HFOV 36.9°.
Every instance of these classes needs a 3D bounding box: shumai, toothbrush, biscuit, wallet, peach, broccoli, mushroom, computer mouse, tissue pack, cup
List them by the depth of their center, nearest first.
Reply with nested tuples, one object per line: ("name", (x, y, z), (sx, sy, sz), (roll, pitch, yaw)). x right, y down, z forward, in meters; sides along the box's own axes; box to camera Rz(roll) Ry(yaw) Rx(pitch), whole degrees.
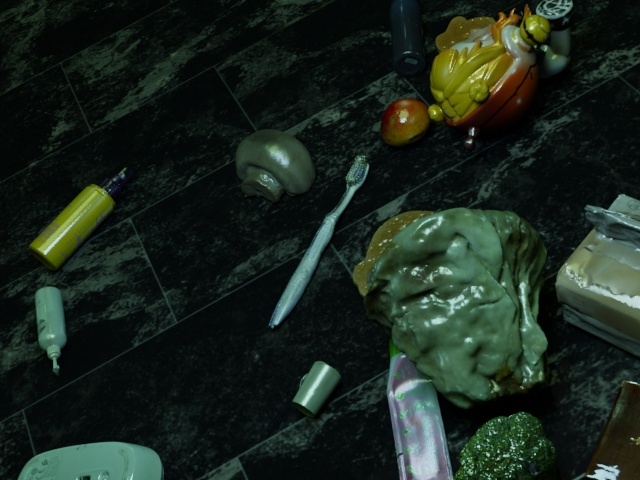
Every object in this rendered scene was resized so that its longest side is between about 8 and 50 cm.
("broccoli", (0.270, 0.329, 1.412), (0.162, 0.145, 0.138), (-30, 8, -21))
("wallet", (0.467, 0.296, 1.432), (0.095, 0.026, 0.176), (11, 56, 35))
("tissue pack", (0.544, 0.060, 1.462), (0.306, 0.238, 0.238), (29, 67, 36))
("shumai", (0.244, 0.123, 1.496), (0.309, 0.304, 0.263), (-24, 59, 1))
("computer mouse", (-0.388, 0.424, 1.608), (0.289, 0.097, 0.159), (-15, 49, 24))
("cup", (-0.015, 0.251, 1.634), (0.075, 0.054, 0.083), (21, 64, 32))
("biscuit", (0.164, 0.039, 1.741), (0.181, 0.049, 0.208), (11, 57, 28))
("toothbrush", (0.000, 0.000, 1.846), (0.035, 0.042, 0.413), (13, 60, 29))
("peach", (0.168, -0.237, 1.933), (0.101, 0.100, 0.100), (-11, 50, 13))
("mushroom", (-0.103, -0.168, 1.982), (0.188, 0.117, 0.141), (13, 46, 34))
("biscuit", (0.318, -0.450, 2.100), (0.140, 0.023, 0.118), (-21, 48, 5))

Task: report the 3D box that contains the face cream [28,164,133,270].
("face cream", (-0.504, -0.058, 2.057), (0.078, 0.078, 0.273), (24, 64, 34))

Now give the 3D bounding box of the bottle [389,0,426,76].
("bottle", (0.191, -0.468, 2.134), (0.072, 0.082, 0.244), (19, 49, -21))

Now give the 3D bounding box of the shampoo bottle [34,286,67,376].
("shampoo bottle", (-0.529, 0.178, 1.889), (0.056, 0.056, 0.195), (-23, 48, 2))

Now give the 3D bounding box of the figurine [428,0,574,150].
("figurine", (0.346, -0.330, 1.878), (0.323, 0.196, 0.320), (-39, 6, -23))

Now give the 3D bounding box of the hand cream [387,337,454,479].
("hand cream", (0.156, 0.280, 1.557), (0.079, 0.050, 0.275), (-31, 48, 30))
